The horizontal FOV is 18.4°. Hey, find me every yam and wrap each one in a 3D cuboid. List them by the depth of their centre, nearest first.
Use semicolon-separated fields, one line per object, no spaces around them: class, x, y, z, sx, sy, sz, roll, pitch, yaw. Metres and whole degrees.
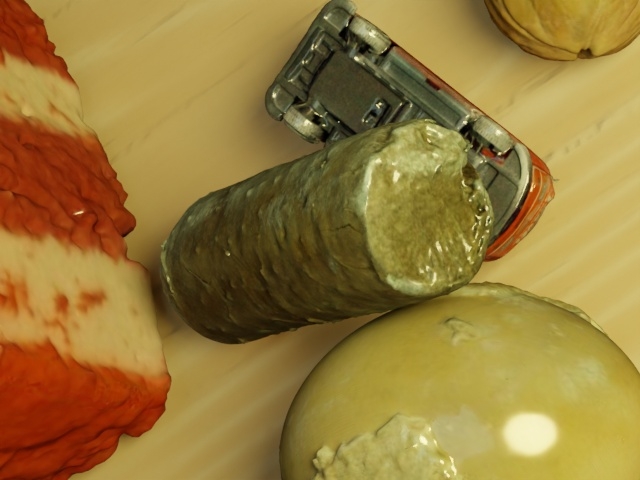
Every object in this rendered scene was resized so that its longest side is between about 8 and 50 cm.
yam;0.000;0.000;1.022;0.259;0.093;0.093;163;113;-63

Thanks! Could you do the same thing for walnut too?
walnut;0.136;-0.155;1.050;0.105;0.105;0.124;0;79;30

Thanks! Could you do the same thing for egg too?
egg;0.073;0.103;0.999;0.201;0.164;0.164;-13;73;32

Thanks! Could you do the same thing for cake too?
cake;-0.280;0.011;1.160;0.269;0.270;0.319;-34;66;20

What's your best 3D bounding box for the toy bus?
toy bus;0.055;-0.055;1.087;0.174;0.077;0.079;41;101;29
